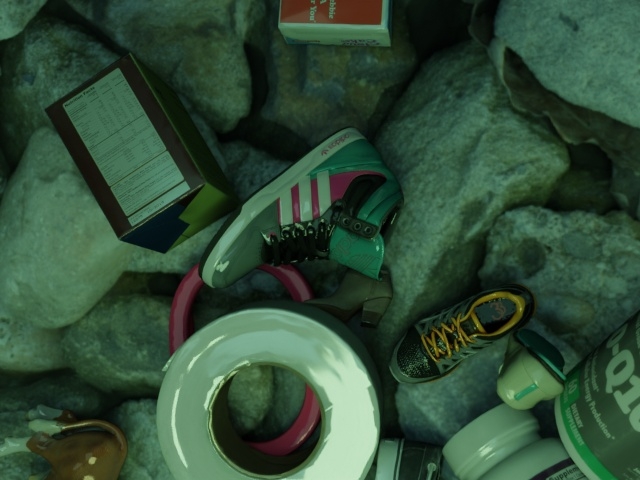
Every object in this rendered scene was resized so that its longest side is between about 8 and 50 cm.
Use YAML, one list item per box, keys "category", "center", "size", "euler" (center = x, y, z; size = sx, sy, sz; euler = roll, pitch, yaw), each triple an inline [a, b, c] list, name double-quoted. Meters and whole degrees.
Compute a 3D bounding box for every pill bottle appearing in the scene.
- category: "pill bottle"
  center: [0.280, 0.351, 1.329]
  size: [0.169, 0.169, 0.302]
  euler: [-36, 66, 4]
- category: "pill bottle"
  center: [0.447, 0.140, 1.232]
  size: [0.204, 0.204, 0.361]
  euler: [46, 133, 10]

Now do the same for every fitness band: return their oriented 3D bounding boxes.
- category: "fitness band"
  center: [-0.097, 0.156, 1.483]
  size: [0.208, 0.054, 0.291]
  euler: [-8, 84, 5]

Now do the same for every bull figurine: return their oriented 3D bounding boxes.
- category: "bull figurine"
  center: [-0.367, 0.377, 1.474]
  size: [0.188, 0.101, 0.311]
  euler: [21, 88, 12]

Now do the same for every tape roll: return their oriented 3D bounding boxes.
- category: "tape roll"
  center: [-0.062, 0.219, 1.390]
  size: [0.286, 0.100, 0.286]
  euler: [1, 94, 7]

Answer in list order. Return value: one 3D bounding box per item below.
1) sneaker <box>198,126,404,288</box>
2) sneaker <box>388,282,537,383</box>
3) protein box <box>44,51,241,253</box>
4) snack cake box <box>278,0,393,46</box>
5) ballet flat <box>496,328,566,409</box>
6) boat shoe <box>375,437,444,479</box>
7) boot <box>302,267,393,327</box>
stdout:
- category: "sneaker"
  center: [0.000, 0.000, 1.421]
  size: [0.295, 0.124, 0.178]
  euler: [-41, 69, -15]
- category: "sneaker"
  center: [0.182, 0.118, 1.425]
  size: [0.214, 0.083, 0.084]
  euler: [-33, 82, 6]
- category: "protein box"
  center: [-0.231, -0.109, 1.452]
  size: [0.136, 0.200, 0.201]
  euler: [-32, 80, 4]
- category: "snack cake box"
  center: [0.029, -0.407, 1.500]
  size: [0.152, 0.089, 0.265]
  euler: [3, 85, 7]
- category: "ballet flat"
  center: [0.249, 0.161, 1.328]
  size: [0.086, 0.248, 0.086]
  euler: [0, 90, 12]
- category: "boat shoe"
  center: [0.113, 0.409, 1.399]
  size: [0.102, 0.108, 0.301]
  euler: [4, 78, 11]
- category: "boot"
  center: [0.039, 0.068, 1.461]
  size: [0.118, 0.042, 0.087]
  euler: [15, 60, -7]
